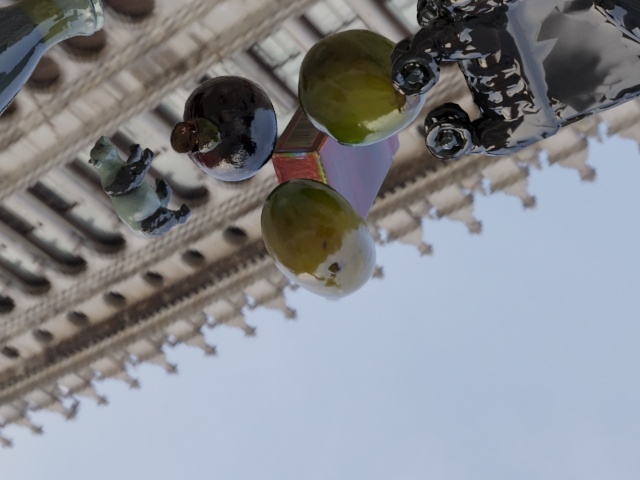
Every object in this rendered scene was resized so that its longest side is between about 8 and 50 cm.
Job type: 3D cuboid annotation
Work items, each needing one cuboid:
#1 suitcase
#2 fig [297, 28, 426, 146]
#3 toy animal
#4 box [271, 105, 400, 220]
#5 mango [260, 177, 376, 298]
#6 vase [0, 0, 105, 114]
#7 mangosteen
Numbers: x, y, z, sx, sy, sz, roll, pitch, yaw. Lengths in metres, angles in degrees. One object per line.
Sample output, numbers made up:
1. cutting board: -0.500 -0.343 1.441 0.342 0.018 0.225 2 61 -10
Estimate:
1. suitcase: 0.252 -0.246 0.792 0.434 0.194 0.283 -19 -147 17
2. fig: 0.049 -0.181 1.291 0.153 0.136 0.121 -9 -157 11
3. toy animal: -0.360 -0.107 2.116 0.121 0.225 0.094 -38 -155 -15
4. box: 0.030 -0.144 1.731 0.089 0.197 0.313 0 -143 24
5. mango: 0.000 0.000 1.333 0.114 0.156 0.251 -49 174 0
6. vase: -0.454 -0.260 1.510 0.321 0.173 0.173 -44 -151 -27
7. mangosteen: -0.134 -0.153 1.499 0.152 0.152 0.152 -29 -142 26
